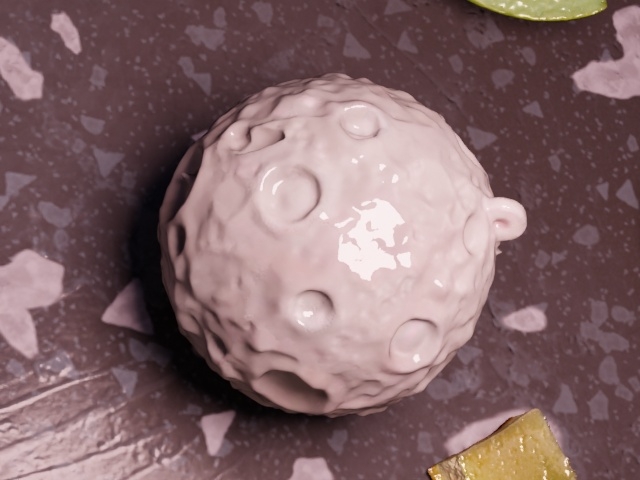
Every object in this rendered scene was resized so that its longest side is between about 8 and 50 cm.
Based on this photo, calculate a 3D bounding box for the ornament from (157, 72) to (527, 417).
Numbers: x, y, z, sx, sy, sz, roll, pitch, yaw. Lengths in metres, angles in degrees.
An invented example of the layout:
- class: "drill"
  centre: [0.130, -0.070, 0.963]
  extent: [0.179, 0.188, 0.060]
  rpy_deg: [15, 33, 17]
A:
- class: "ornament"
  centre: [0.000, 0.000, 1.724]
  extent: [0.337, 0.337, 0.337]
  rpy_deg: [8, 68, -20]

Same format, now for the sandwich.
- class: "sandwich"
  centre: [0.206, 0.295, 1.860]
  extent: [0.162, 0.058, 0.193]
  rpy_deg: [-27, 85, -27]

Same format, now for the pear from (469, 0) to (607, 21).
- class: "pear"
  centre: [0.190, -0.364, 2.062]
  extent: [0.239, 0.139, 0.288]
  rpy_deg: [-5, 77, -9]
